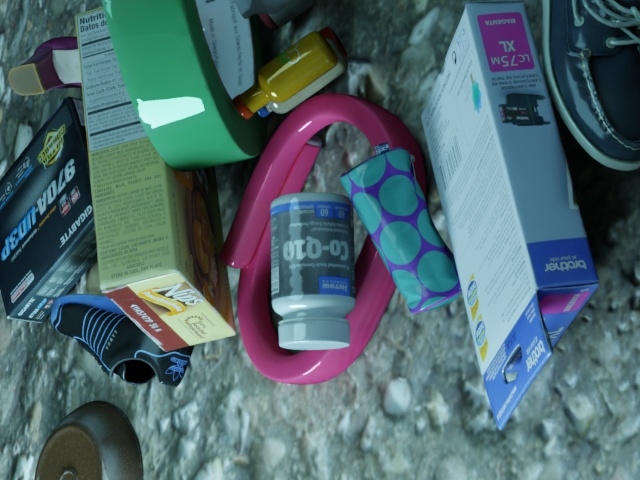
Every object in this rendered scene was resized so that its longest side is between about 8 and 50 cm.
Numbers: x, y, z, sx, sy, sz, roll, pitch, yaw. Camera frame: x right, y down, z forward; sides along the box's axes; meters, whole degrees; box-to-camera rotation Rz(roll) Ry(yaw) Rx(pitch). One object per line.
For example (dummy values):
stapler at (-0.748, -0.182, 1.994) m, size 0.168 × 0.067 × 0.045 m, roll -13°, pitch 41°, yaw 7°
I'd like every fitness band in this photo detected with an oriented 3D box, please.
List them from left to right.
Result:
fitness band at (0.000, 0.000, 1.681) m, size 0.209 × 0.054 × 0.291 m, roll 39°, pitch 112°, yaw 44°

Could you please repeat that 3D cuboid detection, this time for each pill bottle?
pill bottle at (-0.007, 0.029, 1.585) m, size 0.078 × 0.078 × 0.137 m, roll -14°, pitch 74°, yaw 47°

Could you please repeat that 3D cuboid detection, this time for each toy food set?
toy food set at (-0.050, -0.202, 1.708) m, size 0.104 × 0.111 × 0.232 m, roll -34°, pitch 47°, yaw 9°

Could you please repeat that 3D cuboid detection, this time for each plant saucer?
plant saucer at (-0.271, 0.278, 1.944) m, size 0.198 × 0.036 × 0.198 m, roll -13°, pitch 72°, yaw 46°

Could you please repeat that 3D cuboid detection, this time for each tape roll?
tape roll at (-0.132, -0.230, 1.685) m, size 0.077 × 0.321 × 0.321 m, roll -10°, pitch 70°, yaw 10°

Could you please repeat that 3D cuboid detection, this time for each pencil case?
pencil case at (0.079, -0.011, 1.542) m, size 0.151 × 0.070 × 0.064 m, roll 63°, pitch 173°, yaw 8°

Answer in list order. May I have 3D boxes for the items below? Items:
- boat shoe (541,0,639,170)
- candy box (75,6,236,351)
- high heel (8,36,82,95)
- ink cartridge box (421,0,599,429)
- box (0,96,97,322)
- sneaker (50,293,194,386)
boat shoe at (0.238, -0.180, 1.411) m, size 0.079 × 0.095 × 0.254 m, roll -42°, pitch 43°, yaw 50°
candy box at (-0.168, -0.067, 1.767) m, size 0.087 × 0.183 × 0.316 m, roll -14°, pitch 64°, yaw 10°
high heel at (-0.239, -0.208, 2.011) m, size 0.244 × 0.117 × 0.082 m, roll -7°, pitch 110°, yaw 33°
ink cartridge box at (0.156, -0.019, 1.431) m, size 0.186 × 0.065 × 0.311 m, roll 109°, pitch 155°, yaw -63°
box at (-0.317, -0.035, 2.053) m, size 0.220 × 0.051 × 0.175 m, roll -45°, pitch 51°, yaw 33°
sneaker at (-0.225, 0.110, 1.890) m, size 0.232 × 0.081 × 0.090 m, roll -1°, pitch 74°, yaw 48°
